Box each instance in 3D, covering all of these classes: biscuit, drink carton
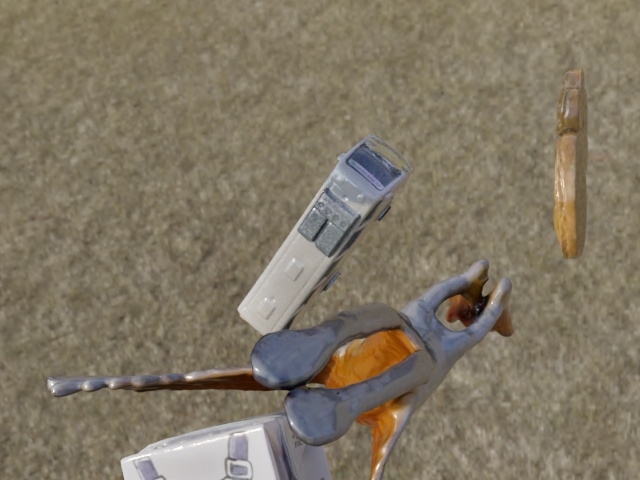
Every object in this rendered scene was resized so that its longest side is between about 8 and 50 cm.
[{"bbox_3d":[0.362,-0.111,1.515,0.044,0.202,0.289,-2,67,18],"label":"biscuit"},{"bbox_3d":[-0.054,0.253,0.817,0.134,0.222,0.102,-17,-8,23],"label":"drink carton"}]

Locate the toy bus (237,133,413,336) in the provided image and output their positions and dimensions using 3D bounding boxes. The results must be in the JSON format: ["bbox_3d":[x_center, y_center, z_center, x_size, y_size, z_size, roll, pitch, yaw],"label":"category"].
[{"bbox_3d":[0.000,0.000,1.558,0.097,0.342,0.138,41,34,8],"label":"toy bus"}]

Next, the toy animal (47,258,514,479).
[{"bbox_3d":[0.024,0.071,0.631,0.302,0.284,0.225,-30,77,-38],"label":"toy animal"}]
